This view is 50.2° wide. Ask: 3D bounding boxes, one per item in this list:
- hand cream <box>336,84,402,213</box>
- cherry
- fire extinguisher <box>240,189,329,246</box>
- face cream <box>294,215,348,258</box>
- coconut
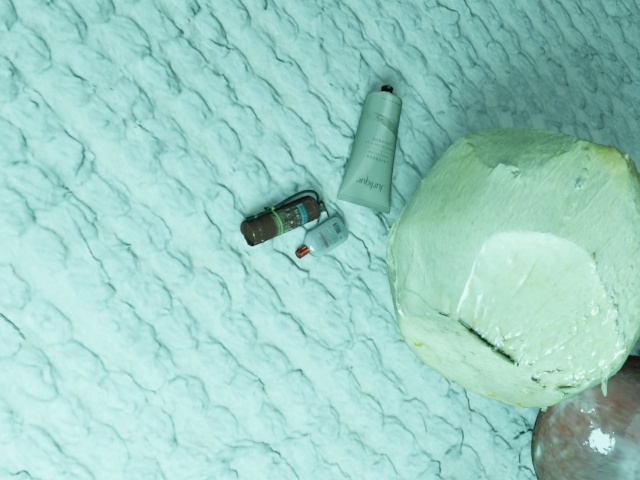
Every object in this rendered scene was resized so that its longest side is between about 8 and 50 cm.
[{"bbox_3d":[0.080,-0.138,0.996,0.087,0.054,0.186,15,81,-22],"label":"hand cream"},{"bbox_3d":[0.428,0.283,0.992,0.261,0.221,0.307,-45,132,-9],"label":"cherry"},{"bbox_3d":[-0.044,-0.032,0.913,0.132,0.039,0.056,-25,124,-30],"label":"fire extinguisher"},{"bbox_3d":[0.000,0.000,0.939,0.083,0.021,0.040,-32,98,-30],"label":"face cream"},{"bbox_3d":[0.273,0.016,0.912,0.346,0.346,0.360,41,66,-16],"label":"coconut"}]
